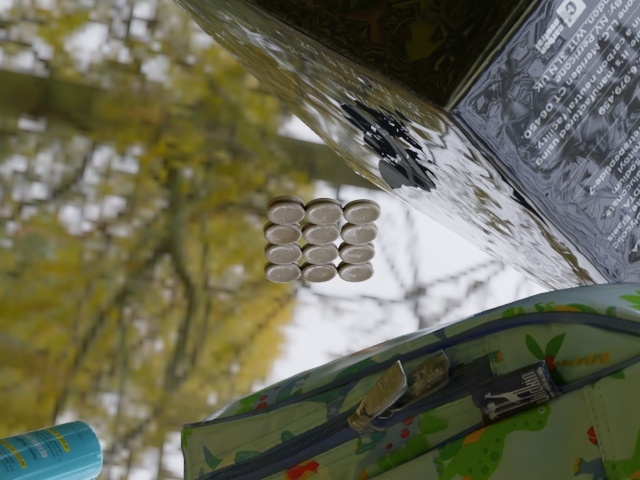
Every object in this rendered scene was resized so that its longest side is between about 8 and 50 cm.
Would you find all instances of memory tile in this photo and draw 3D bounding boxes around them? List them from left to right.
[{"bbox_3d":[0.000,0.000,1.923,0.148,0.113,0.012,95,-7,-58],"label":"memory tile"}]

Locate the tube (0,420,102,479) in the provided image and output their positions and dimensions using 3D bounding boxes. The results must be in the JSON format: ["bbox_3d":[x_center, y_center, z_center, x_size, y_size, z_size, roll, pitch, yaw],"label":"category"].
[{"bbox_3d":[-0.266,0.186,1.545,0.080,0.207,0.052,30,-63,36],"label":"tube"}]

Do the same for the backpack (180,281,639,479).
[{"bbox_3d":[0.098,0.143,0.959,0.355,0.290,0.273,-39,-105,18],"label":"backpack"}]

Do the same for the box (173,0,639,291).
[{"bbox_3d":[0.139,-0.185,1.563,0.480,0.472,0.297,34,-93,43],"label":"box"}]
